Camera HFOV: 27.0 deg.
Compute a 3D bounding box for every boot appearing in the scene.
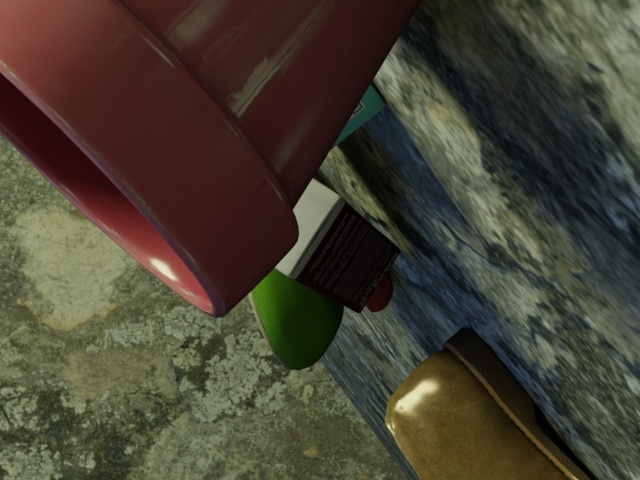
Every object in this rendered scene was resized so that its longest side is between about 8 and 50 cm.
[{"bbox_3d":[0.173,0.223,1.100,0.305,0.115,0.112,49,171,18],"label":"boot"}]

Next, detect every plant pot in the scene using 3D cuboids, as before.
[{"bbox_3d":[-0.057,-0.096,0.617,0.201,0.180,0.201,41,168,10],"label":"plant pot"}]

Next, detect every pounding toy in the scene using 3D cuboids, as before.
[{"bbox_3d":[0.000,0.000,1.290,0.183,0.110,0.237,40,-142,-67],"label":"pounding toy"}]

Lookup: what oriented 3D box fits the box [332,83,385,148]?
[{"bbox_3d":[-0.036,-0.120,0.950,0.100,0.060,0.244,54,173,-14],"label":"box"}]

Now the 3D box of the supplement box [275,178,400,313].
[{"bbox_3d":[-0.026,-0.015,1.066,0.130,0.073,0.239,33,180,17],"label":"supplement box"}]
